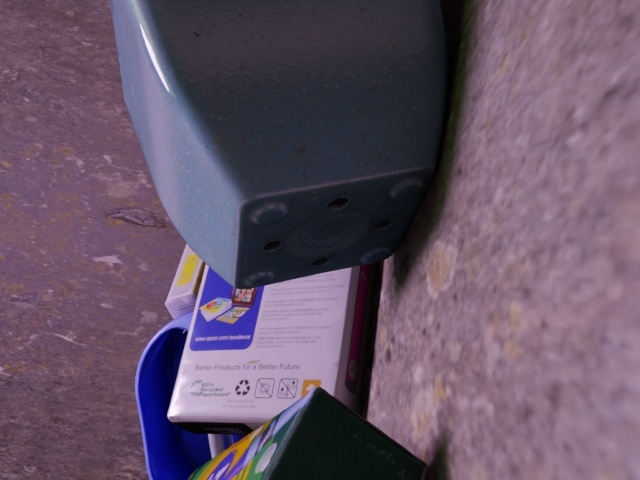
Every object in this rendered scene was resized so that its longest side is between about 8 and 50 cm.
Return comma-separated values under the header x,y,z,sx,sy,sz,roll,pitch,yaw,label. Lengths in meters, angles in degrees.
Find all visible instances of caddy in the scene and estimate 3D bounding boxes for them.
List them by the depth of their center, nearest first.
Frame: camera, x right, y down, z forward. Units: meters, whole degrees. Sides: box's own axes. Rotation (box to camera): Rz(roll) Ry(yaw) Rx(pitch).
x,y,z,sx,sy,sz,roll,pitch,yaw,label
-0.144,0.265,1.045,0.179,0.241,0.342,-59,-38,-84,caddy

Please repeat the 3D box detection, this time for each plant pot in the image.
x,y,z,sx,sy,sz,roll,pitch,yaw,label
-0.030,-0.106,0.579,0.247,0.247,0.252,107,148,-60,plant pot

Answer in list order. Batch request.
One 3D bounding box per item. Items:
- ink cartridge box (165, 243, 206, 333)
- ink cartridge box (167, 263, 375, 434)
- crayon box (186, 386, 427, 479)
x,y,z,sx,sy,sz,roll,pitch,yaw,label
-0.169,0.129,1.308,0.307,0.072,0.304,-83,-28,-55,ink cartridge box
-0.032,0.016,0.724,0.069,0.175,0.371,49,-137,-52,ink cartridge box
-0.082,0.245,0.331,0.203,0.083,0.323,-46,10,48,crayon box
